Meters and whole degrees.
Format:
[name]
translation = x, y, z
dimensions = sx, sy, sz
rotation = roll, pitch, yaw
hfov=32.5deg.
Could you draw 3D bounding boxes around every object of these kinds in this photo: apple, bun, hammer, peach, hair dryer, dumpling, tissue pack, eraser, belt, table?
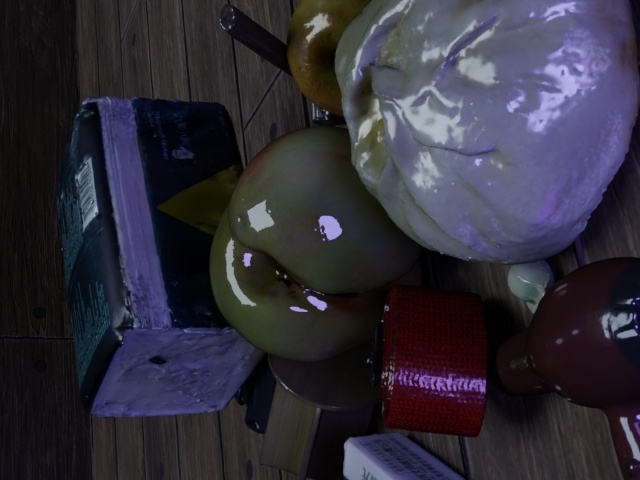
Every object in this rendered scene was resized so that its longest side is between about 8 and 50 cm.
[apple]
translation = 0.043, -0.254, 1.406
dimensions = 0.155, 0.183, 0.182
rotation = -63, -8, -58
[bun]
translation = 0.141, -0.160, 1.090
dimensions = 0.365, 0.219, 0.365
rotation = -17, 71, 62
[hammer]
translation = -0.043, -0.244, 1.462
dimensions = 0.365, 0.044, 0.111
rotation = 18, -108, -69
[peach]
translation = 0.001, -0.001, 1.321
dimensions = 0.292, 0.248, 0.292
rotation = 16, -90, -71
[hair dryer]
translation = 0.262, 0.198, 0.946
dimensions = 0.312, 0.123, 0.340
rotation = 122, 135, -67
[dumpling]
translation = 0.214, 0.047, 1.117
dimensions = 0.077, 0.043, 0.059
rotation = 35, 138, 46
[tissue pack]
translation = -0.236, 0.024, 1.601
dimensions = 0.264, 0.253, 0.416
rotation = 121, 143, -46
[eraser]
translation = 0.116, 0.325, 1.251
dimensions = 0.287, 0.086, 0.130
rotation = -152, 66, -65
[belt]
translation = 0.111, 0.124, 1.171
dimensions = 0.201, 0.124, 0.128
rotation = -81, -3, -65
[table]
translation = -0.004, 0.242, 1.472
dimensions = 0.167, 0.167, 0.226
rotation = -115, 29, -48

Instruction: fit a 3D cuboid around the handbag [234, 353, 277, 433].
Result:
[handbag]
translation = -0.069, 0.110, 1.674
dimensions = 0.303, 0.122, 0.329
rotation = -144, 61, -62
